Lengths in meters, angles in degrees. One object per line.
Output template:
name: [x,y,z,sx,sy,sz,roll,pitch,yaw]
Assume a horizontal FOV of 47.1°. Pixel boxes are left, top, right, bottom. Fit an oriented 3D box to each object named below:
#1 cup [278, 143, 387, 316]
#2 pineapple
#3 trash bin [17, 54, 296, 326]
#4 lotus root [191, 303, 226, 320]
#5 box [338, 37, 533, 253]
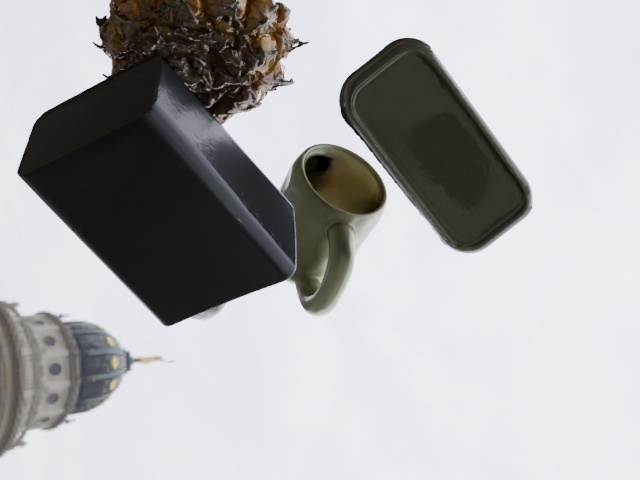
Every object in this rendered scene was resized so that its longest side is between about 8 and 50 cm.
cup: [0.015,-0.003,1.211,0.255,0.173,0.202,60,-42,28]
pineapple: [-0.129,-0.191,0.749,0.224,0.224,0.076,-39,-144,33]
trash bin: [-0.149,-0.040,0.706,0.165,0.225,0.115,-21,-136,18]
lotus root: [-0.233,0.112,1.485,0.183,0.090,0.077,-31,-152,55]
box: [0.142,-0.120,0.973,0.138,0.178,0.274,-36,-85,5]
